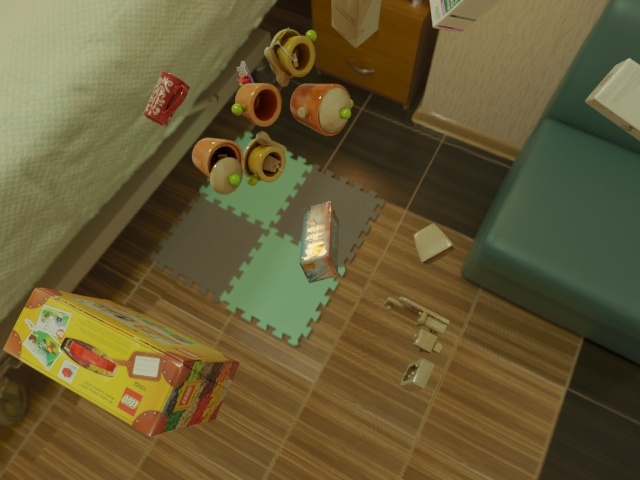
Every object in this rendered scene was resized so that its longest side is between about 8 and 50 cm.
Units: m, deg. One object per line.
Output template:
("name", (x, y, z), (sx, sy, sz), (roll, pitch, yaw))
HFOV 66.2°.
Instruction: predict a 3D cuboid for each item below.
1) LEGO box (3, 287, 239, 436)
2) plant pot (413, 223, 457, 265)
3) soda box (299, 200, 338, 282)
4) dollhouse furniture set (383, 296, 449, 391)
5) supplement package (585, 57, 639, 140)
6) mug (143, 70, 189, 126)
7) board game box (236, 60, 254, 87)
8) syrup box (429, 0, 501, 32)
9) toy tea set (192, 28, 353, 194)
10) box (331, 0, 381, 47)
("LEGO box", (-0.541, 0.335, 1.406), (0.501, 0.372, 0.193), (21, 82, 18))
("plant pot", (0.354, 0.008, 1.551), (0.109, 0.109, 0.096), (-31, 71, 15))
("soda box", (0.000, 0.000, 0.989), (0.063, 0.058, 0.183), (-14, 36, 14))
("dollhouse furniture set", (0.164, 0.201, 0.978), (0.123, 0.144, 0.151), (28, 71, 6))
("supplement package", (0.705, -0.301, 1.087), (0.179, 0.105, 0.105), (39, 109, 7))
("mug", (-0.559, -0.509, 1.769), (0.113, 0.150, 0.169), (28, 85, -23))
("board game box", (-0.247, -0.499, 1.615), (0.033, 0.133, 0.168), (-21, 81, -16))
("syrup box", (0.360, -0.588, 1.134), (0.096, 0.237, 0.093), (-2, 83, -25))
("toy tea set", (-0.066, -0.201, 0.868), (0.124, 0.200, 0.336), (27, 76, 37))
("box", (0.127, -0.849, 1.741), (0.121, 0.311, 0.148), (-43, 80, -6))
